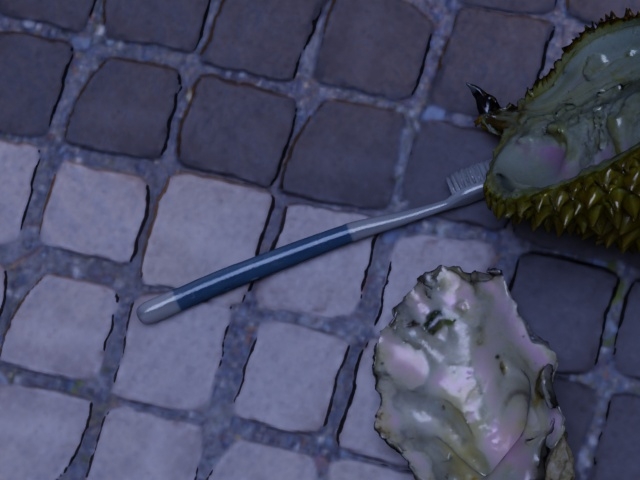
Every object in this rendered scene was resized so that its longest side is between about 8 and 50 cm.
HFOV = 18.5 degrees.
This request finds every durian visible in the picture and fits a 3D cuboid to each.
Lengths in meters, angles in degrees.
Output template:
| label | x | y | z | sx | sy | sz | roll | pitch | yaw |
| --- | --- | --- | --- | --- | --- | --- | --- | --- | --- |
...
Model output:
| label | x | y | z | sx | sy | sz | roll | pitch | yaw |
| --- | --- | --- | --- | --- | --- | --- | --- | --- | --- |
| durian | 0.210 | -0.062 | 1.301 | 0.237 | 0.138 | 0.193 | 6 | 60 | 52 |

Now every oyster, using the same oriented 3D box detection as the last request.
| label | x | y | z | sx | sy | sz | roll | pitch | yaw |
| --- | --- | --- | --- | --- | --- | --- | --- | --- | --- |
| oyster | 0.110 | 0.112 | 1.301 | 0.133 | 0.072 | 0.209 | -39 | 54 | 3 |

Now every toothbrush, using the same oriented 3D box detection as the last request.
| label | x | y | z | sx | sy | sz | roll | pitch | yaw |
| --- | --- | --- | --- | --- | --- | --- | --- | --- | --- |
| toothbrush | 0.000 | 0.000 | 1.366 | 0.276 | 0.019 | 0.025 | -21 | 64 | 2 |
